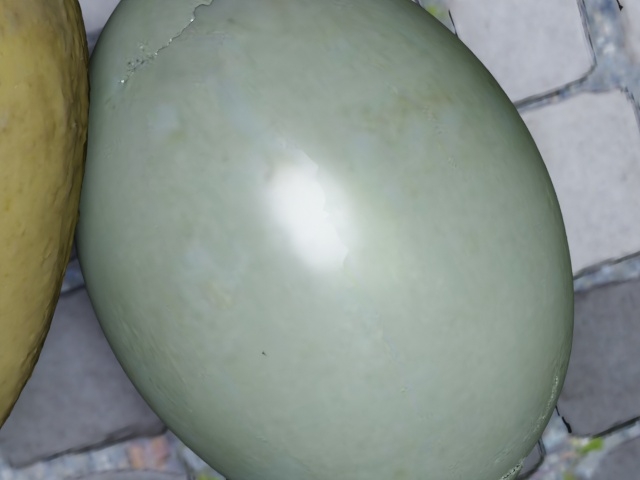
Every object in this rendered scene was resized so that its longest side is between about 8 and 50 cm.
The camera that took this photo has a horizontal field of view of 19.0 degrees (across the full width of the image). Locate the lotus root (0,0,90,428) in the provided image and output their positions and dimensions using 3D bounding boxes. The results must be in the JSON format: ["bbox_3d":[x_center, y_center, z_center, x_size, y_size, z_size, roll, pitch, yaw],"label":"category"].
[{"bbox_3d":[-0.149,-0.024,0.683,0.131,0.146,0.303,-3,119,-25],"label":"lotus root"}]

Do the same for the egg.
[{"bbox_3d":[0.000,0.000,0.757,0.186,0.186,0.253,-33,102,-15],"label":"egg"}]
